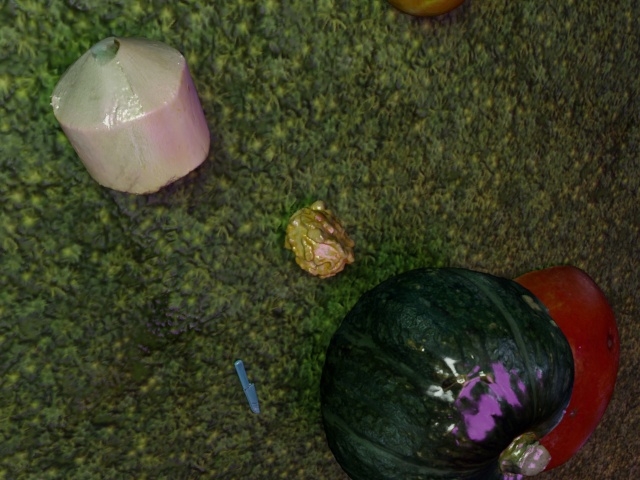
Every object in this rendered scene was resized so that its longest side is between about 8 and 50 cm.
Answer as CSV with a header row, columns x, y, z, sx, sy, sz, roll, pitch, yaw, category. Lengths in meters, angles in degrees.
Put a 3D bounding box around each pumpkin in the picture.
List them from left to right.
x,y,z,sx,sy,sz,roll,pitch,yaw,category
0.117,0.167,0.998,0.197,0.263,0.293,15,104,-36,pumpkin

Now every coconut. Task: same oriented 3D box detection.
x,y,z,sx,sy,sz,roll,pitch,yaw,category
-0.157,-0.110,0.723,0.116,0.116,0.122,-34,136,-18,coconut

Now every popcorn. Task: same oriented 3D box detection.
x,y,z,sx,sy,sz,roll,pitch,yaw,category
0.000,0.000,0.937,0.057,0.083,0.082,-37,103,24,popcorn

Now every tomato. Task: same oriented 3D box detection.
x,y,z,sx,sy,sz,roll,pitch,yaw,category
0.320,0.209,1.262,0.338,0.144,0.338,-17,121,-29,tomato

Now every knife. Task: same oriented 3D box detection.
x,y,z,sx,sy,sz,roll,pitch,yaw,category
-0.083,0.170,1.015,0.014,0.005,0.091,-29,130,-20,knife

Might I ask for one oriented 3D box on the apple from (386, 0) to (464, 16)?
x,y,z,sx,sy,sz,roll,pitch,yaw,category
0.102,-0.273,0.844,0.102,0.099,0.114,9,83,-47,apple
